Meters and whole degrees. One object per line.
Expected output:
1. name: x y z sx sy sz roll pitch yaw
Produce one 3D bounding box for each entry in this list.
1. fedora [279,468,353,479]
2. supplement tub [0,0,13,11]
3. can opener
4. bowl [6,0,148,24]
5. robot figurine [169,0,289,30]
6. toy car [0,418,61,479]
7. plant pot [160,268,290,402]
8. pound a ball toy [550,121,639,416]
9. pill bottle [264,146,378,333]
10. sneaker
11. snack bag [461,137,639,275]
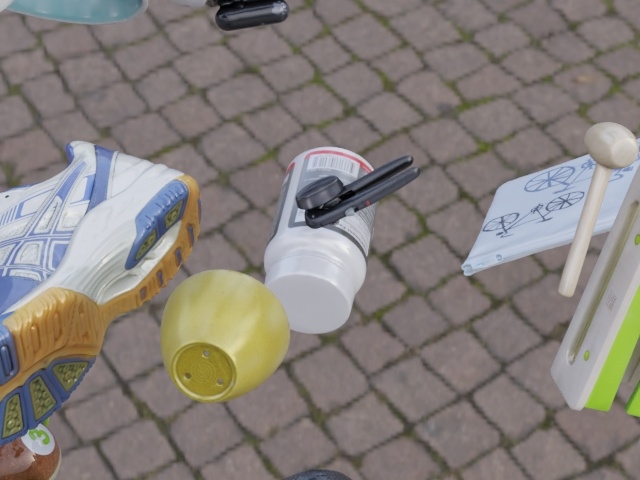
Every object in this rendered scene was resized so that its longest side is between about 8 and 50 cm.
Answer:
1. fedora: -0.016 0.402 1.601 0.334 0.334 0.152 -13 38 -14
2. supplement tub: -0.301 -0.305 0.917 0.191 0.272 0.191 4 43 -4
3. can opener: 0.058 -0.070 1.877 0.186 0.073 0.059 -20 63 0
4. bowl: -0.339 -0.389 1.528 0.312 0.311 0.163 11 80 7
5. robot figurine: -0.121 -0.432 1.878 0.278 0.173 0.209 -15 46 -18
6. toy car: -0.362 0.197 1.334 0.149 0.188 0.155 -14 46 -1
7. plant pot: -0.105 0.108 1.291 0.134 0.134 0.095 10 23 6
8. pound a ball toy: 0.332 0.027 1.408 0.208 0.319 0.135 12 23 -12
9. pill bottle: 0.000 0.000 2.032 0.161 0.161 0.283 8 45 5
10. sneaker: -0.214 0.034 0.940 0.131 0.111 0.296 25 43 18
11. snack bag: 0.399 -0.061 1.996 0.323 0.037 0.342 -18 18 26
